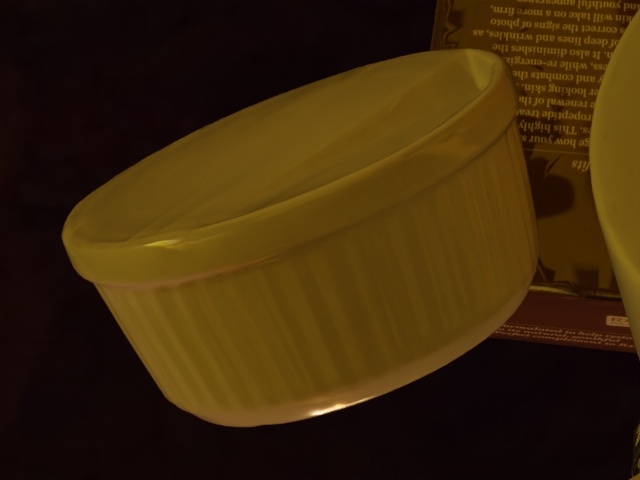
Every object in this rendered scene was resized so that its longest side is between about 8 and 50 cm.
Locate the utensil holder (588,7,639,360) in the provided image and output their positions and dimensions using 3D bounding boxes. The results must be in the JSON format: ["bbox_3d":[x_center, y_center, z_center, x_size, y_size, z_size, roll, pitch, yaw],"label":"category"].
[{"bbox_3d":[0.303,0.064,0.772,0.328,0.327,0.385,-12,-46,16],"label":"utensil holder"}]

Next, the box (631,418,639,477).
[{"bbox_3d":[0.362,0.122,1.576,0.097,0.318,0.395,16,-58,-1],"label":"box"}]

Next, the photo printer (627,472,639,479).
[{"bbox_3d":[0.264,0.222,1.046,0.307,0.256,0.107,-26,-39,-20],"label":"photo printer"}]

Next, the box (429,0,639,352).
[{"bbox_3d":[0.178,-0.121,1.355,0.191,0.381,0.143,6,-20,9],"label":"box"}]

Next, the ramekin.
[{"bbox_3d":[0.000,0.000,1.064,0.273,0.273,0.127,-16,-74,22],"label":"ramekin"}]
